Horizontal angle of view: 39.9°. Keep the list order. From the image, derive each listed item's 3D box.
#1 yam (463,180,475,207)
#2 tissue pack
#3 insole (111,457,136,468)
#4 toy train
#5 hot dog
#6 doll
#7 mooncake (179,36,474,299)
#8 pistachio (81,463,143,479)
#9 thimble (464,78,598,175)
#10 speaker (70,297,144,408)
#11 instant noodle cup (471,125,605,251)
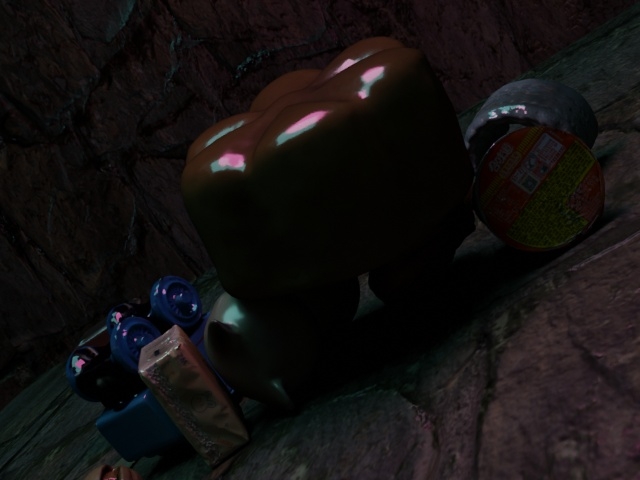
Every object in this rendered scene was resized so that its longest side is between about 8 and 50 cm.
[{"bbox_3d":[0.271,-0.079,1.843,0.127,0.084,0.084,-37,9,-39],"label":"yam"},{"bbox_3d":[-0.202,0.246,1.411,0.092,0.196,0.148,-34,13,-5],"label":"tissue pack"},{"bbox_3d":[-0.374,0.426,1.693,0.119,0.009,0.348,-27,11,40],"label":"insole"},{"bbox_3d":[-0.283,0.227,1.598,0.188,0.265,0.300,-31,14,32],"label":"toy train"},{"bbox_3d":[0.167,0.010,1.474,0.196,0.122,0.272,-55,-3,19],"label":"hot dog"},{"bbox_3d":[-0.062,0.126,1.513,0.226,0.215,0.370,-25,14,43],"label":"doll"},{"bbox_3d":[-0.001,-0.117,1.379,0.467,0.262,0.467,-24,21,10],"label":"mooncake"},{"bbox_3d":[-0.326,0.403,1.363,0.113,0.113,0.149,-33,16,8],"label":"pistachio"},{"bbox_3d":[0.374,-0.181,1.608,0.235,0.198,0.143,-4,31,37],"label":"thimble"},{"bbox_3d":[-0.397,0.268,1.898,0.193,0.231,0.153,-35,9,-3],"label":"speaker"},{"bbox_3d":[0.319,-0.073,1.381,0.193,0.193,0.212,-34,-1,0],"label":"instant noodle cup"}]
